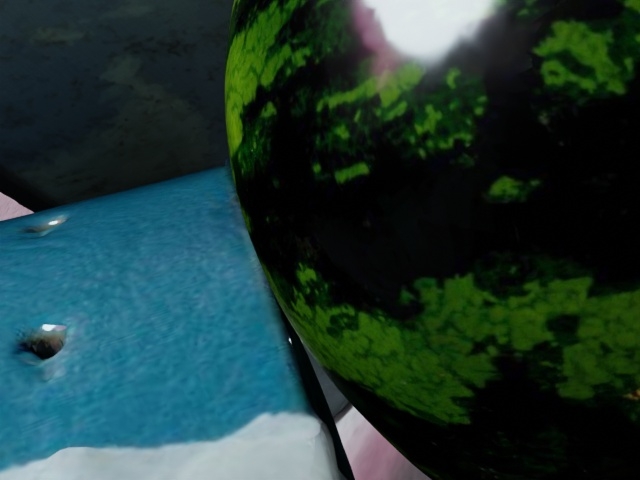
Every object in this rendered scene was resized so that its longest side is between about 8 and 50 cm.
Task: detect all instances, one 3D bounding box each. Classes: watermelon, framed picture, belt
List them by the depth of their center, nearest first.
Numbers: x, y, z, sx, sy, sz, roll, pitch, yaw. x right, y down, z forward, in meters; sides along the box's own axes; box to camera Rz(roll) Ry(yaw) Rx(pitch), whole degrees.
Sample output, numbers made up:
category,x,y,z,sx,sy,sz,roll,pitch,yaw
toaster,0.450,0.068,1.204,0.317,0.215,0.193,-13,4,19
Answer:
category,x,y,z,sx,sy,sz,roll,pitch,yaw
watermelon,0.101,-0.043,0.427,0.269,0.269,0.269,-52,22,31
belt,-0.062,0.133,0.557,0.436,0.173,0.300,-139,34,-75
framed picture,0.015,-0.098,0.587,0.347,0.265,0.016,-25,65,11

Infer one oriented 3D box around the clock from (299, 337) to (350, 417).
category,x,y,z,sx,sy,sz,roll,pitch,yaw
clock,0.000,0.000,0.964,0.280,0.055,0.280,-51,22,31
